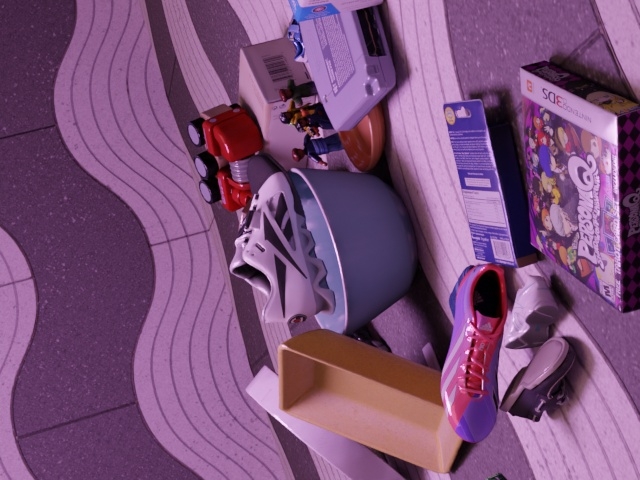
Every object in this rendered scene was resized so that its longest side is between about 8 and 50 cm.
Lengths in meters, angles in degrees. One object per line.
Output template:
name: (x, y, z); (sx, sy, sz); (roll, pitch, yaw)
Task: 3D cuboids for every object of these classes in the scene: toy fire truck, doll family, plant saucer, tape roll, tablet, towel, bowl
toy fire truck: (-0.169, -0.138, 2.321); (0.246, 0.158, 0.217); (34, 141, 46)
doll family: (-0.021, -0.223, 2.134); (0.076, 0.111, 0.193); (91, 158, -48)
plant saucer: (0.094, 0.267, 1.952); (0.332, 0.333, 0.081); (93, -161, -63)
tape roll: (0.012, 0.400, 2.331); (0.392, 0.072, 0.392); (39, 174, 5)
tablet: (0.199, 0.223, 1.986); (0.054, 0.006, 0.083); (114, 139, -68)
plant saucer: (0.067, -0.219, 1.961); (0.200, 0.037, 0.200); (165, 90, -76)
towel: (0.222, 0.087, 1.711); (0.119, 0.029, 0.067); (104, 148, -63)
bowl: (0.060, 0.005, 1.967); (0.311, 0.163, 0.311); (164, 90, -75)

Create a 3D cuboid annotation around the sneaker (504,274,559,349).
sneaker: (0.277, 0.098, 1.493); (0.152, 0.054, 0.061); (105, 163, -59)

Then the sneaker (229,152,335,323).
sneaker: (-0.095, -0.007, 1.933); (0.122, 0.146, 0.330); (95, 157, -57)

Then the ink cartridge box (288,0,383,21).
ink cartridge box: (0.034, -0.416, 1.652); (0.203, 0.148, 0.085); (119, 135, -70)

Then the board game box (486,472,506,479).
board game box: (0.317, 0.514, 1.804); (0.136, 0.030, 0.259); (-141, 38, -63)

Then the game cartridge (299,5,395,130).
game cartridge: (0.032, -0.339, 1.842); (0.196, 0.060, 0.294); (-37, 65, 59)

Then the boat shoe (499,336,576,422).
boat shoe: (0.302, 0.189, 1.502); (0.065, 0.075, 0.206); (29, 151, 2)

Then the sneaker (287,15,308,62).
sneaker: (-0.033, -0.398, 2.102); (0.053, 0.059, 0.144); (-155, 52, -74)

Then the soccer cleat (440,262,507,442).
soccer cleat: (0.217, 0.151, 1.561); (0.095, 0.083, 0.248); (107, 172, -72)

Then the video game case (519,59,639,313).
video game case: (0.293, -0.064, 1.262); (0.210, 0.042, 0.232); (-130, 28, -61)

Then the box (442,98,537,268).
box: (0.225, -0.080, 1.512); (0.136, 0.037, 0.225); (-164, 59, -73)

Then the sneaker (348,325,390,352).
sneaker: (0.063, 0.213, 2.301); (0.267, 0.101, 0.106); (-120, 18, -46)

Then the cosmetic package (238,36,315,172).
cosmetic package: (-0.097, -0.262, 2.383); (0.309, 0.113, 0.160); (100, 150, -57)
